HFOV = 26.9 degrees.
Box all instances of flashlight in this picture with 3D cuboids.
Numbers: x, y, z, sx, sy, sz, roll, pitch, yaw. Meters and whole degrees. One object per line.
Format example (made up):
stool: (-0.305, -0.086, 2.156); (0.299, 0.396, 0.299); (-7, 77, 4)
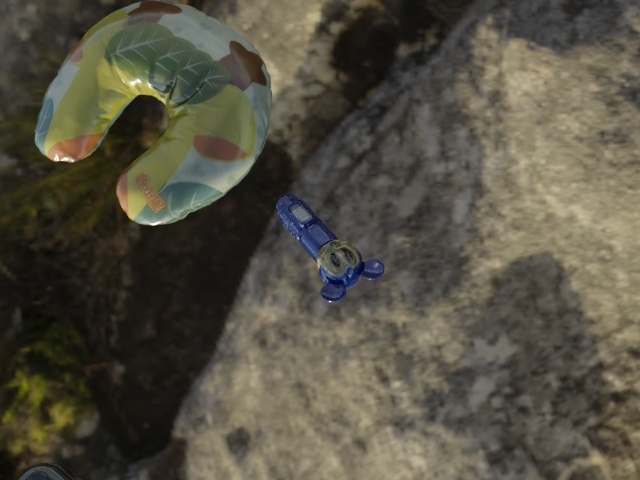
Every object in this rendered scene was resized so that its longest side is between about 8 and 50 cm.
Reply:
flashlight: (0.000, 0.000, 1.089); (0.121, 0.057, 0.035); (49, 164, 40)

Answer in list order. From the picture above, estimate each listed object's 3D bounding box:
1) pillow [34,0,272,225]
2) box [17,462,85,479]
pillow: (-0.159, -0.130, 1.324); (0.233, 0.086, 0.214); (37, 90, 18)
box: (-0.231, 0.292, 1.080); (0.144, 0.090, 0.201); (35, 79, 33)
